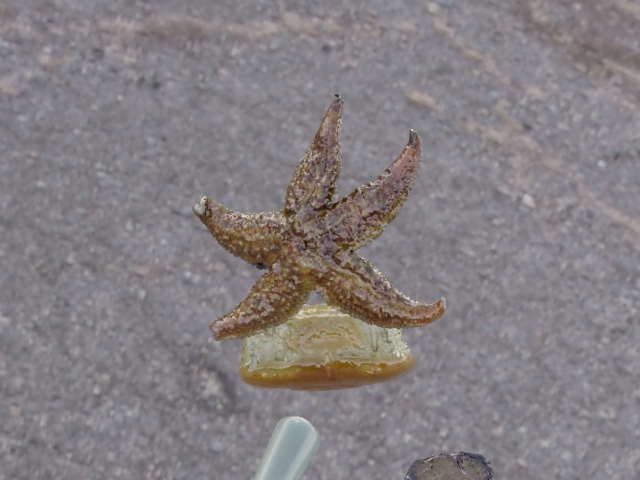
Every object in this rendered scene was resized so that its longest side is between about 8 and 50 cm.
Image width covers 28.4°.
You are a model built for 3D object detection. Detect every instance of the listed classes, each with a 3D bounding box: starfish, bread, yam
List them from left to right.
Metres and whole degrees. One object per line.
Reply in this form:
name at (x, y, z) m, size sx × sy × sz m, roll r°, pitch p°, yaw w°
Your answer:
starfish at (0.000, 0.000, 1.028) m, size 0.240 × 0.227 × 0.043 m, roll 29°, pitch 5°, yaw 21°
bread at (0.008, 0.148, 1.746) m, size 0.245 × 0.121 × 0.174 m, roll -1°, pitch 3°, yaw 4°
yam at (0.102, 0.232, 1.014) m, size 0.079 × 0.141 × 0.079 m, roll -3°, pitch 48°, yaw 3°

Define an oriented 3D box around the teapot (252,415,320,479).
teapot at (-0.080, 0.348, 1.387) m, size 0.149 × 0.318 × 0.220 m, roll 30°, pitch -5°, yaw -29°
